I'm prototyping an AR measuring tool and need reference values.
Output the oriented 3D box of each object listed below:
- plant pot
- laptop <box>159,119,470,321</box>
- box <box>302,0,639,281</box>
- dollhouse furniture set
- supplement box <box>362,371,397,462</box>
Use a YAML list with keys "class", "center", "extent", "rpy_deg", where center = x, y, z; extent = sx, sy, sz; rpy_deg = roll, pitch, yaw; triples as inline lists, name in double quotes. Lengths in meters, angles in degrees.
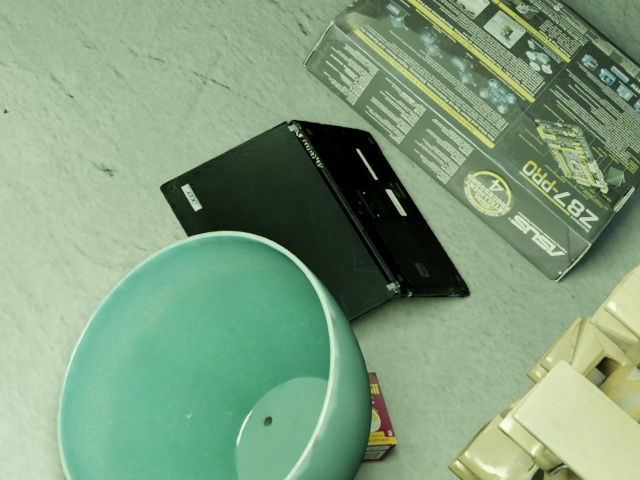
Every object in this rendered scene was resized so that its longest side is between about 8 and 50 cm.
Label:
- class: "plant pot"
  center: [-0.068, 0.162, 1.638]
  extent: [0.195, 0.290, 0.290]
  rpy_deg: [38, 34, -52]
- class: "laptop"
  center: [0.000, 0.000, 1.936]
  extent: [0.264, 0.136, 0.234]
  rpy_deg: [2, 53, -59]
- class: "box"
  center: [0.221, -0.182, 2.136]
  extent: [0.395, 0.097, 0.318]
  rpy_deg: [40, 46, 3]
- class: "dollhouse furniture set"
  center: [0.248, 0.264, 1.665]
  extent: [0.256, 0.362, 0.394]
  rpy_deg: [41, 76, 5]
- class: "supplement box"
  center: [0.036, 0.179, 1.804]
  extent: [0.055, 0.043, 0.083]
  rpy_deg: [-1, 57, -28]
